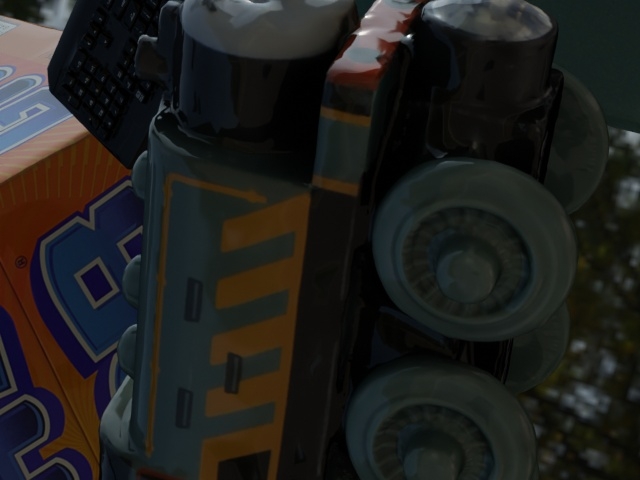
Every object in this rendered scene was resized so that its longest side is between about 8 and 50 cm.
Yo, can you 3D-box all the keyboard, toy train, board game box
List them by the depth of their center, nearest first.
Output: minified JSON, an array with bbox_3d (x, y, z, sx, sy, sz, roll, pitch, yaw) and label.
[{"bbox_3d":[0.004,0.044,0.752,0.142,0.190,0.334,-63,-17,-57],"label":"toy train"},{"bbox_3d":[-0.070,-0.112,0.826,0.038,0.100,0.192,-33,-22,-51],"label":"keyboard"},{"bbox_3d":[-0.239,0.090,1.278,0.356,0.356,0.356,-32,-64,-22],"label":"board game box"}]

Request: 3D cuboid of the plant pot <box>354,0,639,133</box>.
[{"bbox_3d":[0.165,-0.144,0.927,0.165,0.234,0.165,-18,-46,-57],"label":"plant pot"}]
